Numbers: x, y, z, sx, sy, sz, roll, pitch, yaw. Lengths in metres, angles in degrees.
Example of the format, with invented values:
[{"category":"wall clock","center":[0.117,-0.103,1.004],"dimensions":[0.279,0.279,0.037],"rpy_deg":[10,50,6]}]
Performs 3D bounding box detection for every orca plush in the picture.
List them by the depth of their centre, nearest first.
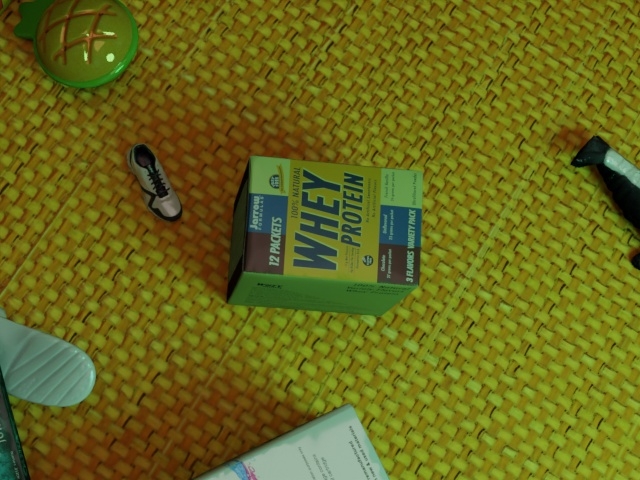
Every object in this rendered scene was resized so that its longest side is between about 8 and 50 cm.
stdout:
[{"category":"orca plush","center":[0.428,-0.006,1.553],"dimensions":[0.287,0.151,0.102],"rpy_deg":[38,105,-2]}]

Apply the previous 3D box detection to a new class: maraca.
[{"category":"maraca","center":[-0.301,-0.258,1.497],"dimensions":[0.127,0.099,0.185],"rpy_deg":[-45,63,-10]}]

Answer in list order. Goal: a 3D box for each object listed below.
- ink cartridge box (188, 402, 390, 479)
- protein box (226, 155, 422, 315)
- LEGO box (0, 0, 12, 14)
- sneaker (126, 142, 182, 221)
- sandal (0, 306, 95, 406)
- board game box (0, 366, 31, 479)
[{"category":"ink cartridge box","center":[-0.079,0.298,1.344],"dimensions":[0.278,0.201,0.117],"rpy_deg":[-24,82,-14]},{"category":"protein box","center":[0.000,0.000,1.427],"dimensions":[0.199,0.201,0.136],"rpy_deg":[5,76,-8]},{"category":"LEGO box","center":[-0.406,-0.442,1.311],"dimensions":[0.193,0.500,0.372],"rpy_deg":[35,74,1]},{"category":"sneaker","center":[-0.205,-0.071,1.493],"dimensions":[0.040,0.044,0.109],"rpy_deg":[-32,85,-17]},{"category":"sandal","center":[-0.380,0.126,1.401],"dimensions":[0.265,0.076,0.102],"rpy_deg":[21,89,5]},{"category":"board game box","center":[-0.399,0.189,1.315],"dimensions":[0.126,0.026,0.186],"rpy_deg":[-16,85,-1]}]
